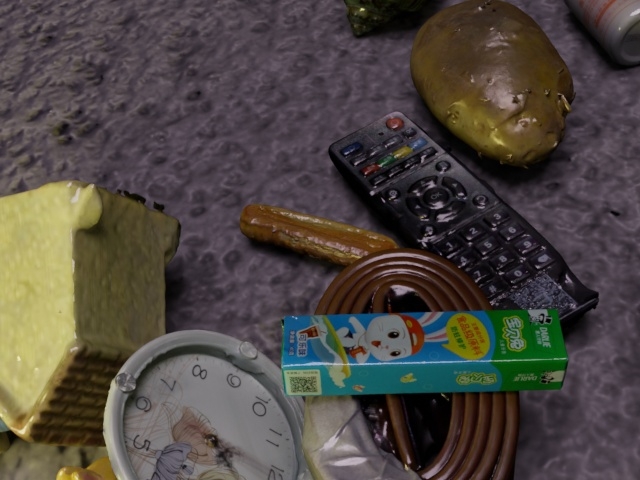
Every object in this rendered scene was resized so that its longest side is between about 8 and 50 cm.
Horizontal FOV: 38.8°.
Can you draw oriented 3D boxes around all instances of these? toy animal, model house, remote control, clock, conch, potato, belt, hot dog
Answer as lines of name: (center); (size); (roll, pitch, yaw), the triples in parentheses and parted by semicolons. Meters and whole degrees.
toy animal: (-0.200, 0.249, 0.877); (0.083, 0.159, 0.070); (-10, 47, 10)
model house: (-0.313, 0.101, 1.008); (0.321, 0.261, 0.266); (-12, 73, 22)
remote control: (0.165, -0.022, 1.108); (0.144, 0.062, 0.399); (-28, 50, -15)
clock: (-0.112, 0.203, 0.922); (0.236, 0.053, 0.236); (21, 47, -25)
conch: (0.107, -0.408, 1.411); (0.181, 0.124, 0.187); (-30, 23, -2)
potato: (0.230, -0.216, 1.212); (0.191, 0.141, 0.296); (-19, 52, -3)
belt: (0.090, 0.167, 0.924); (0.217, 0.122, 0.339); (-5, 49, 3)
hot dog: (0.000, 0.000, 1.128); (0.215, 0.047, 0.066); (14, 39, 20)

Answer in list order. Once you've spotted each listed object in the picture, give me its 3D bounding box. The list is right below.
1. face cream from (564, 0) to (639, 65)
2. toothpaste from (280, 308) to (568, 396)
face cream: (0.411, -0.367, 1.333); (0.101, 0.101, 0.252); (-18, 50, -6)
toothpaste: (0.095, 0.106, 0.868); (0.266, 0.050, 0.065); (-2, 45, 3)
